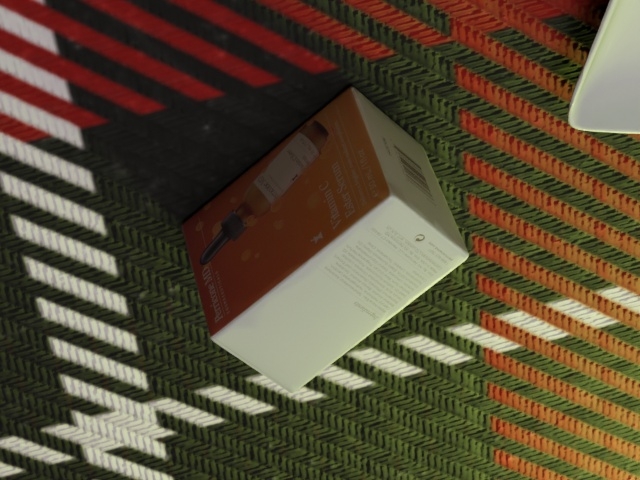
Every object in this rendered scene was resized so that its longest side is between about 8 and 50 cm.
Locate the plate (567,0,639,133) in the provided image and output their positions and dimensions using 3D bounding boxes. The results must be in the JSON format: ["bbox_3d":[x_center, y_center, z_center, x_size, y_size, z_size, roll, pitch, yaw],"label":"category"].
[{"bbox_3d":[0.331,-0.193,1.392,0.278,0.045,0.277,1,130,-17],"label":"plate"}]

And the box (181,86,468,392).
[{"bbox_3d":[0.000,0.000,1.405,0.170,0.130,0.091,-39,130,17],"label":"box"}]
